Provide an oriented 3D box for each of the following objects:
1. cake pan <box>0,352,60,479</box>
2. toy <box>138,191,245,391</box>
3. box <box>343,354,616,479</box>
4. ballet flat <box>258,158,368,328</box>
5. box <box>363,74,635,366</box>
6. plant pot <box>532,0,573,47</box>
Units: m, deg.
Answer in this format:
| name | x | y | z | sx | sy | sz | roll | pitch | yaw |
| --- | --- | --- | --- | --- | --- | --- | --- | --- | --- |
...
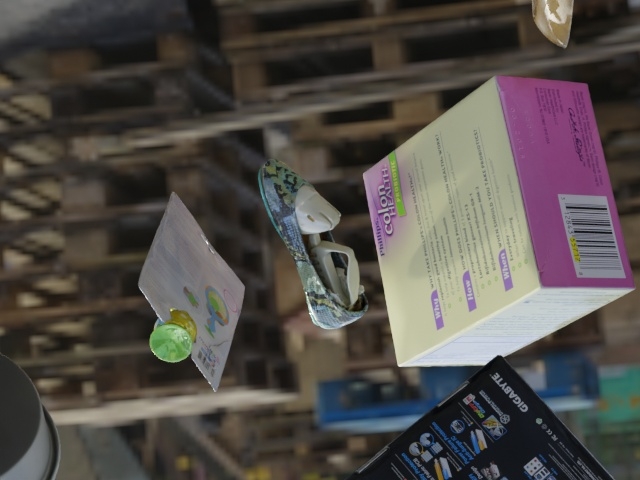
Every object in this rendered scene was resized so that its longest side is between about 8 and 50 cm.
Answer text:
| name | x | y | z | sx | sy | sz | roll | pitch | yaw |
| --- | --- | --- | --- | --- | --- | --- | --- | --- | --- |
| cake pan | -0.402 | 0.189 | 1.719 | 0.293 | 0.293 | 0.054 | -2 | 127 | -15 |
| toy | -0.146 | 0.057 | 1.808 | 0.056 | 0.137 | 0.237 | -30 | -161 | 13 |
| box | 0.137 | 0.220 | 1.290 | 0.175 | 0.220 | 0.051 | -39 | 158 | -7 |
| ballet flat | 0.000 | 0.000 | 1.745 | 0.070 | 0.188 | 0.070 | -20 | -158 | 8 |
| box | 0.168 | -0.012 | 1.713 | 0.117 | 0.213 | 0.243 | 2 | 158 | -32 |
| plant pot | 0.212 | -0.293 | 1.595 | 0.032 | 0.236 | 0.236 | 1 | 172 | 4 |
